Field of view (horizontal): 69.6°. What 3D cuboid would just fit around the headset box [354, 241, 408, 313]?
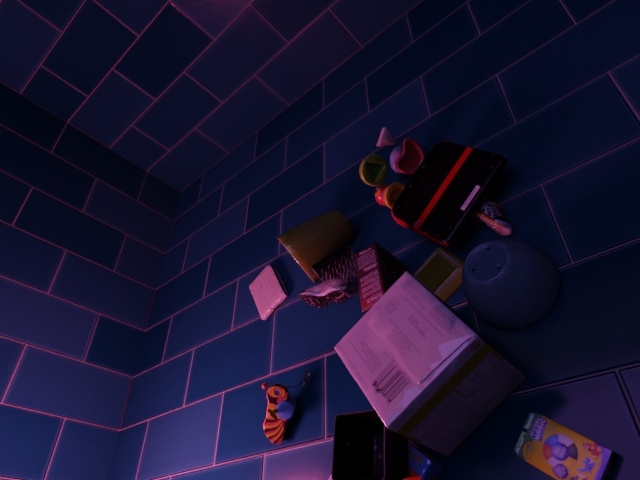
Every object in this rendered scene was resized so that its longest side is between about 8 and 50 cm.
[{"bbox_3d":[0.245,0.186,1.703,0.110,0.218,0.293,-33,41,28],"label":"headset box"}]

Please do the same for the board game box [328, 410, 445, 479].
[{"bbox_3d":[0.186,0.751,1.443,0.308,0.086,0.302,19,77,53],"label":"board game box"}]

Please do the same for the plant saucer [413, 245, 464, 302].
[{"bbox_3d":[0.431,0.122,1.689,0.188,0.045,0.188,-49,36,8],"label":"plant saucer"}]

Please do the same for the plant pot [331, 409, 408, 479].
[{"bbox_3d":[0.161,0.620,1.358,0.187,0.167,0.188,-24,46,36],"label":"plant pot"}]

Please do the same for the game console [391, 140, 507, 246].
[{"bbox_3d":[0.472,-0.191,1.752,0.386,0.060,0.342,-56,41,0],"label":"game console"}]

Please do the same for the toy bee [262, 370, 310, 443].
[{"bbox_3d":[-0.173,0.649,1.867,0.195,0.162,0.298,97,-164,-63],"label":"toy bee"}]

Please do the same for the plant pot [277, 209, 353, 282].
[{"bbox_3d":[0.000,0.000,2.122,0.293,0.275,0.275,-39,36,-4],"label":"plant pot"}]

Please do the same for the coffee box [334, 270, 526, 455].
[{"bbox_3d":[0.320,0.364,1.381,0.338,0.334,0.337,-49,36,6],"label":"coffee box"}]

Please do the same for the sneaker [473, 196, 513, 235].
[{"bbox_3d":[0.607,-0.092,1.627,0.083,0.084,0.215,-45,36,6],"label":"sneaker"}]

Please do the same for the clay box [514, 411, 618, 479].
[{"bbox_3d":[0.603,0.534,1.166,0.222,0.053,0.127,16,75,52],"label":"clay box"}]

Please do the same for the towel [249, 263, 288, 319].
[{"bbox_3d":[-0.270,0.262,2.376,0.187,0.049,0.282,-48,38,12],"label":"towel"}]

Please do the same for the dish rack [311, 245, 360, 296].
[{"bbox_3d":[0.117,0.132,1.936,0.208,0.074,0.271,-32,32,-23],"label":"dish rack"}]

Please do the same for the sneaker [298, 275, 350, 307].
[{"bbox_3d":[0.023,0.224,2.043,0.272,0.100,0.108,-16,42,34],"label":"sneaker"}]

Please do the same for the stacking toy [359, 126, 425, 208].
[{"bbox_3d":[0.287,-0.317,2.012,0.309,0.279,0.130,-62,26,-6],"label":"stacking toy"}]

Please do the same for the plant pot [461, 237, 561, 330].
[{"bbox_3d":[0.558,0.107,1.429,0.290,0.195,0.290,-28,44,31],"label":"plant pot"}]
